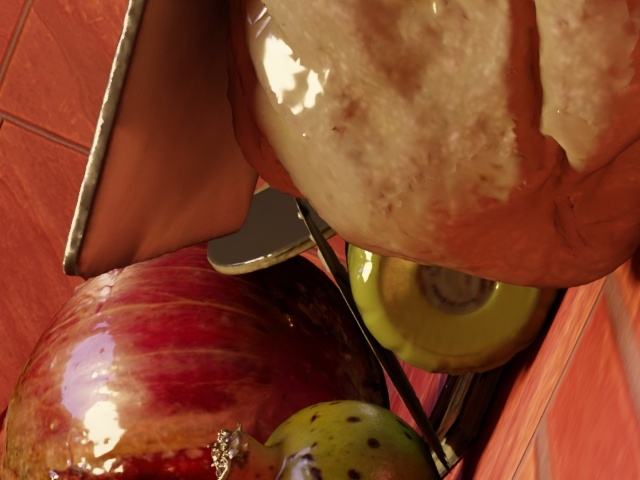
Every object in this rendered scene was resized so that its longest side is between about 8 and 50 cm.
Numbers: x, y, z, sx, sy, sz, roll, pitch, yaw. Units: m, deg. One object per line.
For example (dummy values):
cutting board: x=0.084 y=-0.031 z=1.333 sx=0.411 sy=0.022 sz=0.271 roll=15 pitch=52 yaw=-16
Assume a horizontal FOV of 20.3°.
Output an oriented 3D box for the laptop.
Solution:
laptop: x=-0.032 y=-0.120 z=0.738 sx=0.187 sy=0.015 sz=0.269 roll=-18 pitch=-54 yaw=-70

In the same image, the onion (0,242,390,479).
onion: x=-0.131 y=0.166 z=1.326 sx=0.348 sy=0.385 sz=0.348 roll=-2 pitch=-90 yaw=-74

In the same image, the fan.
fan: x=-0.001 y=0.000 z=1.070 sx=0.009 sy=0.329 sz=0.191 roll=-30 pitch=-26 yaw=3

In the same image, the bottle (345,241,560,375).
bottle: x=0.070 y=0.003 z=1.043 sx=0.260 sy=0.112 sz=0.112 roll=-91 pitch=24 yaw=-83

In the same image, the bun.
bun: x=0.072 y=-0.120 z=0.694 sx=0.281 sy=0.204 sz=0.282 roll=-157 pitch=90 yaw=-90

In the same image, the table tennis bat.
table tennis bat: x=-0.019 y=-0.037 z=1.260 sx=0.138 sy=0.022 sz=0.246 roll=-26 pitch=18 yaw=5

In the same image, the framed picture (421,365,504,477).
framed picture: x=0.108 y=0.068 z=1.198 sx=0.273 sy=0.016 sz=0.216 roll=110 pitch=-176 yaw=-69

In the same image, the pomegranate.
pomegranate: x=0.006 y=0.149 z=0.998 sx=0.130 sy=0.130 sz=0.130 roll=24 pitch=-90 yaw=-88
